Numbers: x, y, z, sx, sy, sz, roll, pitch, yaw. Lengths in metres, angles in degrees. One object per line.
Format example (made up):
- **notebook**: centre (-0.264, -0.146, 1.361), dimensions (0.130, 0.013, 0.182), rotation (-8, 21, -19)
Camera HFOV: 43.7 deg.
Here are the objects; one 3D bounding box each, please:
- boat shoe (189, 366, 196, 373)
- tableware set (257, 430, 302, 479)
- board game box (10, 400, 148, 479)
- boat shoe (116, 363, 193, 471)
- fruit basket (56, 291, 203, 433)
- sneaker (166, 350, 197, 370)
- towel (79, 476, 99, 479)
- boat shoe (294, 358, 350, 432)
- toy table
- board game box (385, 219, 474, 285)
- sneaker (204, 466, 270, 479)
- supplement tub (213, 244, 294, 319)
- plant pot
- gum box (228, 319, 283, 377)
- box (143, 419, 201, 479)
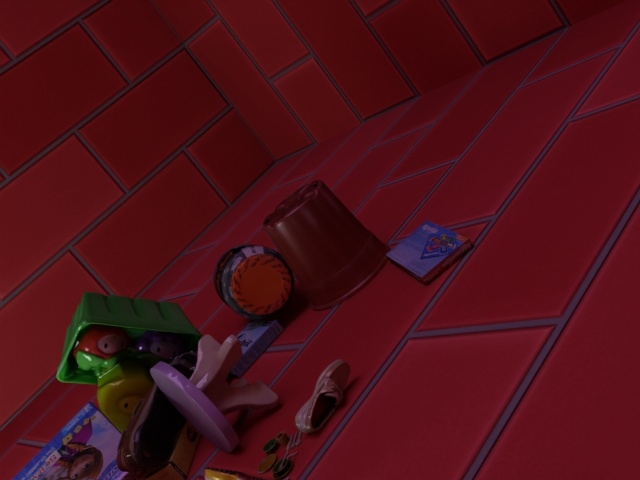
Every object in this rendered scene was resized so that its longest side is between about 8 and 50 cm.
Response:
- **boat shoe**: centre (-0.311, 0.359, 2.083), dimensions (0.084, 0.079, 0.233), rotation (-37, 25, 40)
- **tableware set**: centre (-0.091, 0.430, 1.563), dimensions (0.104, 0.024, 0.154), rotation (-32, 17, 23)
- **board game box**: centre (-0.599, 0.589, 1.943), dimensions (0.319, 0.066, 0.318), rotation (-47, 40, -18)
- **boat shoe**: centre (-0.395, 0.417, 1.889), dimensions (0.120, 0.123, 0.324), rotation (-32, 15, 26)
- **fruit basket**: centre (-0.530, 0.354, 2.223), dimensions (0.283, 0.392, 0.392), rotation (-57, 4, 30)
- **sneaker**: centre (-0.382, 0.383, 2.152), dimensions (0.086, 0.132, 0.229), rotation (-30, 17, 29)
- **towel**: centre (-0.673, 0.634, 1.687), dimensions (0.320, 0.090, 0.374), rotation (-14, 7, 21)
- **boat shoe**: centre (0.017, 0.313, 1.593), dimensions (0.059, 0.063, 0.170), rotation (-8, 43, 57)
- **toy table**: centre (-0.237, 0.332, 1.803), dimensions (0.161, 0.274, 0.252), rotation (-39, -21, -26)
- **board game box**: centre (0.257, 0.025, 1.929), dimensions (0.145, 0.027, 0.281), rotation (-41, 15, -3)
- **sneaker**: centre (-0.136, 0.476, 1.454), dimensions (0.225, 0.088, 0.093), rotation (-7, 68, 49)
- **supplement tub**: centre (-0.193, 0.116, 2.303), dimensions (0.207, 0.207, 0.338), rotation (-41, 9, -10)
- **plant pot**: centre (0.000, 0.000, 2.135), dimensions (0.272, 0.265, 0.272), rotation (-36, 16, 11)
- **gum box**: centre (-0.206, 0.293, 2.182), dimensions (0.184, 0.041, 0.157), rotation (-45, 16, -26)
- **box**: centre (-0.342, 0.493, 1.886), dimensions (0.087, 0.058, 0.232), rotation (-34, 16, 15)
